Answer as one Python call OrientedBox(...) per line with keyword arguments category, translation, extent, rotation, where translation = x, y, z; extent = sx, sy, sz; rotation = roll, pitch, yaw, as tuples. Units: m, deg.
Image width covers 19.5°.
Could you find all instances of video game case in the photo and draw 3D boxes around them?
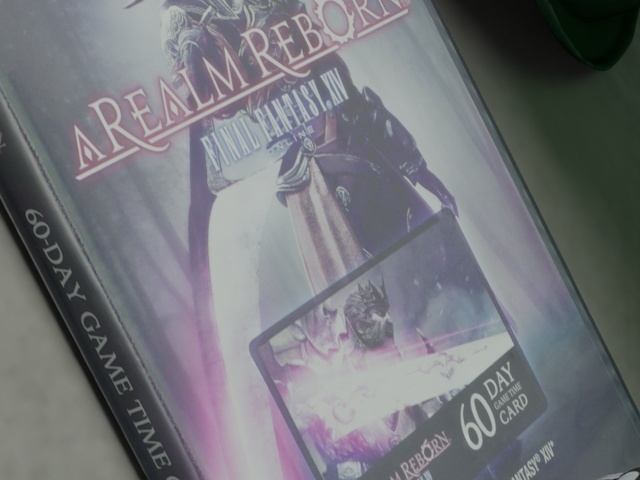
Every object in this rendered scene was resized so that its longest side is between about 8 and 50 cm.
OrientedBox(category="video game case", translation=(0.000, 0.000, 0.551), extent=(0.196, 0.026, 0.274), rotation=(-33, 99, -50))

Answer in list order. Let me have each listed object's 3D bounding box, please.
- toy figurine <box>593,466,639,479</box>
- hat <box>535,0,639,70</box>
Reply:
OrientedBox(category="toy figurine", translation=(0.104, 0.168, 0.478), extent=(0.213, 0.148, 0.210), rotation=(27, 55, -43))
OrientedBox(category="hat", translation=(0.179, -0.147, 0.660), extent=(0.208, 0.183, 0.173), rotation=(24, 67, -63))
